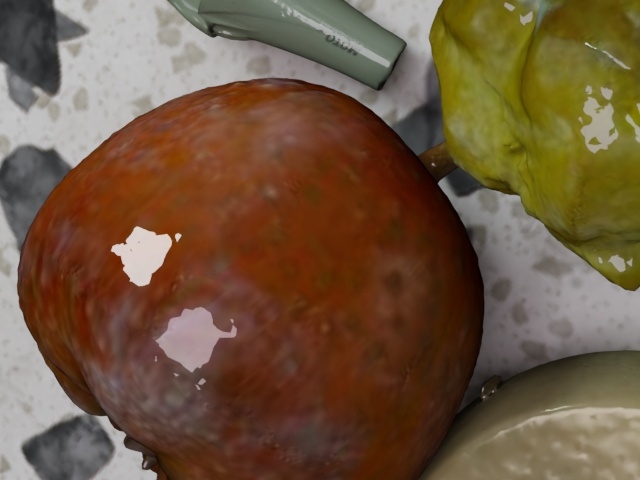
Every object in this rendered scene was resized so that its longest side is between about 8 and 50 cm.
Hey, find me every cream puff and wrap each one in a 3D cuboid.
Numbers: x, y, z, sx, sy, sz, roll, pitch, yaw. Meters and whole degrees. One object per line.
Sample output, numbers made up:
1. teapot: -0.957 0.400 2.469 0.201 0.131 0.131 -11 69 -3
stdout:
1. cream puff: 0.177 -0.090 0.571 0.282 0.282 0.185 10 141 19

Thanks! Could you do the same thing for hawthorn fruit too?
1. hawthorn fruit: -0.033 0.025 0.658 0.235 0.263 0.231 28 145 -15

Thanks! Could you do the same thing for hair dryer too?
1. hair dryer: 0.010 -0.181 0.719 0.167 0.067 0.199 43 93 2

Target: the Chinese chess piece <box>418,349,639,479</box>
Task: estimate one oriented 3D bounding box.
1. Chinese chess piece: 0.162 0.189 0.661 0.273 0.102 0.273 3 98 20
